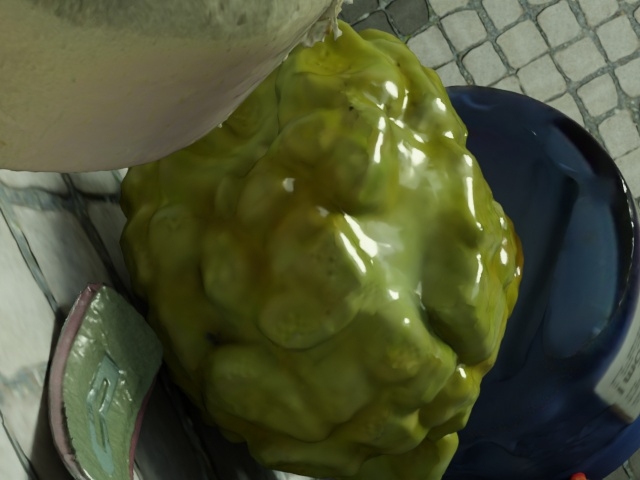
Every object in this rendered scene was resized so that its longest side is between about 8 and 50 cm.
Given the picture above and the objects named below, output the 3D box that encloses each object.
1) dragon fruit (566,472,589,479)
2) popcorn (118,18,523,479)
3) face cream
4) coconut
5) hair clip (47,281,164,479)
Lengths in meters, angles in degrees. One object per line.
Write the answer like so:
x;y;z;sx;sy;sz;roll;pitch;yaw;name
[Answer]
0.140;0.270;0.810;0.126;0.161;0.274;38;30;-19;dragon fruit
0.005;0.008;0.647;0.217;0.181;0.235;57;16;-35;popcorn
0.108;0.043;0.874;0.249;0.249;0.225;67;11;27;face cream
-0.095;-0.134;0.466;0.224;0.224;0.234;64;-25;12;coconut
-0.083;0.067;0.502;0.054;0.022;0.137;55;12;-28;hair clip
